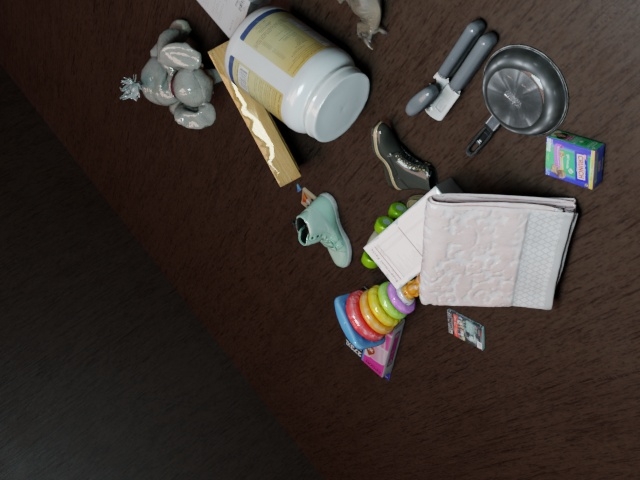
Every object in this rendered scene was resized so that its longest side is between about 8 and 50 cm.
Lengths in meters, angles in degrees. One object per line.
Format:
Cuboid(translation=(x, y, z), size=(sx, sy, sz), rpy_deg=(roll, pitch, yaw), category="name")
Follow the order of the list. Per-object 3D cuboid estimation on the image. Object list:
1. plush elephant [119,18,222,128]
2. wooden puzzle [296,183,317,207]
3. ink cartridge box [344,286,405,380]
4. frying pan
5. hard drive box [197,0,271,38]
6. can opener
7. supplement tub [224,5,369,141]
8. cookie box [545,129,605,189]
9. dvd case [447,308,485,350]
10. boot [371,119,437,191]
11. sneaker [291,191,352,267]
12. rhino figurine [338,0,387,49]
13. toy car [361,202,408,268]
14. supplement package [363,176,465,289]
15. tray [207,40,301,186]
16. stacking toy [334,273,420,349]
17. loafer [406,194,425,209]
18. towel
Cuboid(translation=(-0.394, -0.476, 2.305), size=(0.255, 0.330, 0.272), rpy_deg=(15, 127, 27), category="plush elephant")
Cuboid(translation=(-0.033, -0.119, 2.397), size=(0.116, 0.014, 0.078), rpy_deg=(37, 146, 28), category="wooden puzzle")
Cuboid(translation=(0.166, 0.320, 2.522), size=(0.176, 0.069, 0.371), rpy_deg=(39, 149, 25), category="ink cartridge box")
Cuboid(translation=(0.368, -0.287, 1.624), size=(0.326, 0.053, 0.197), rpy_deg=(-14, 109, 55), category="frying pan")
Cuboid(translation=(-0.246, -0.667, 2.058), size=(0.232, 0.089, 0.181), rpy_deg=(50, 150, 6), category="hard drive box")
Cuboid(translation=(0.276, -0.346, 1.653), size=(0.074, 0.093, 0.280), rpy_deg=(50, 145, 10), category="can opener")
Cuboid(translation=(-0.057, -0.406, 1.917), size=(0.316, 0.228, 0.228), rpy_deg=(41, 148, 23), category="supplement tub")
Cuboid(translation=(0.506, -0.162, 1.555), size=(0.107, 0.040, 0.092), rpy_deg=(26, 139, 39), category="cookie box")
Cuboid(translation=(0.401, 0.245, 2.154), size=(0.119, 0.013, 0.087), rpy_deg=(28, 141, 40), category="dvd case")
Cuboid(translation=(0.213, -0.205, 1.911), size=(0.137, 0.077, 0.198), rpy_deg=(13, 144, 43), category="boot")
Cuboid(translation=(0.000, 0.000, 2.334), size=(0.094, 0.151, 0.256), rpy_deg=(15, 134, 46), category="sneaker")
Cuboid(translation=(0.094, -0.533, 1.729), size=(0.106, 0.073, 0.243), rpy_deg=(29, 144, 41), category="rhino figurine")
Cuboid(translation=(0.227, 0.022, 2.061), size=(0.188, 0.149, 0.155), rpy_deg=(32, 135, 14), category="toy car")
Cuboid(translation=(0.248, -0.017, 1.873), size=(0.244, 0.134, 0.139), rpy_deg=(-41, 84, 28), category="supplement package")
Cuboid(translation=(-0.180, -0.362, 2.204), size=(0.411, 0.076, 0.203), rpy_deg=(63, -177, -13), category="tray")
Cuboid(translation=(0.205, 0.172, 2.226), size=(0.302, 0.166, 0.175), rpy_deg=(-36, 72, 34), category="stacking toy")
Cuboid(translation=(0.271, -0.075, 1.971), size=(0.148, 0.050, 0.056), rpy_deg=(20, 136, 44), category="loafer")
Cuboid(translation=(0.384, 0.034, 1.739), size=(0.317, 0.053, 0.332), rpy_deg=(3, 134, 5), category="towel")
